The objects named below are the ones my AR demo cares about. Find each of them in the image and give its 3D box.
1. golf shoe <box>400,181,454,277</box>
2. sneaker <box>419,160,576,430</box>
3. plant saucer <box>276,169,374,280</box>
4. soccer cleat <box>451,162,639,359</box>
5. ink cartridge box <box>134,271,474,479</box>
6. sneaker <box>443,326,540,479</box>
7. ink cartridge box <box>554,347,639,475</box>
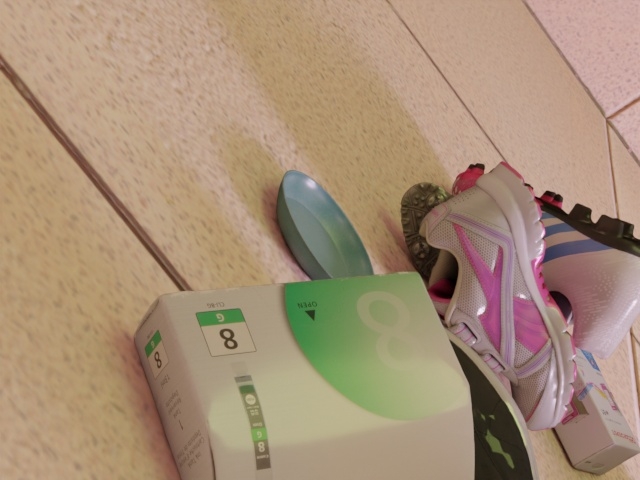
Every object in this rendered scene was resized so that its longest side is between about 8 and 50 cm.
[{"bbox_3d":[0.126,0.014,1.375,0.176,0.069,0.086,55,2,-20],"label":"golf shoe"},{"bbox_3d":[0.152,0.060,1.299,0.103,0.111,0.252,-127,-160,-74],"label":"sneaker"},{"bbox_3d":[0.000,0.000,1.136,0.119,0.021,0.119,48,21,-25],"label":"plant saucer"},{"bbox_3d":[0.209,0.017,1.457,0.116,0.143,0.331,20,6,-26],"label":"soccer cleat"},{"bbox_3d":[0.014,0.126,0.812,0.181,0.056,0.224,-4,56,-33],"label":"ink cartridge box"},{"bbox_3d":[0.081,0.167,0.938,0.147,0.105,0.295,31,35,-60],"label":"sneaker"},{"bbox_3d":[0.262,0.167,1.447,0.088,0.052,0.122,23,39,-57],"label":"ink cartridge box"}]
